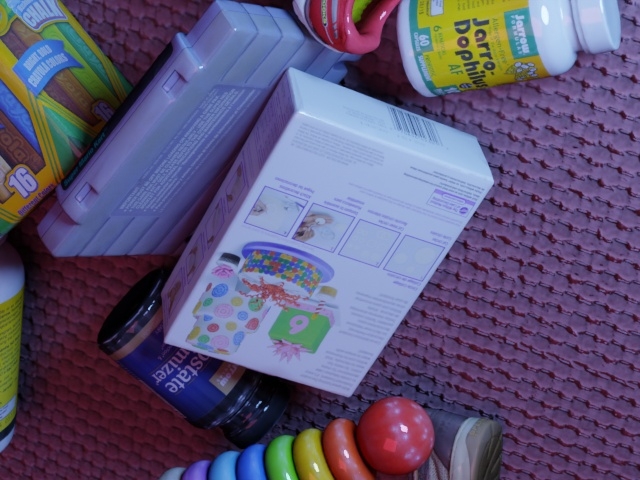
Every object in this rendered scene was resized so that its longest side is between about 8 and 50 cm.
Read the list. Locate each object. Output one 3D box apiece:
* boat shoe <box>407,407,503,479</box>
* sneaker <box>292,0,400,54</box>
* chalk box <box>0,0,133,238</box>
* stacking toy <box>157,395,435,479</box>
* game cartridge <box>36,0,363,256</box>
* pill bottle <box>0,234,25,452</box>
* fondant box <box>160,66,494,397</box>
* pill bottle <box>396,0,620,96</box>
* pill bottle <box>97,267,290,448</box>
[{"bbox_3d":[0.131,0.358,1.862,0.123,0.123,0.342,14,112,23],"label":"boat shoe"},{"bbox_3d":[0.087,-0.306,1.558,0.118,0.107,0.279,43,109,38],"label":"sneaker"},{"bbox_3d":[-0.369,-0.183,1.769,0.179,0.180,0.289,-36,98,28],"label":"chalk box"},{"bbox_3d":[-0.020,0.275,1.799,0.330,0.141,0.141,-24,103,14],"label":"stacking toy"},{"bbox_3d":[-0.133,-0.113,1.690,0.355,0.230,0.068,-47,59,29],"label":"game cartridge"},{"bbox_3d":[-0.459,0.099,1.916,0.188,0.188,0.333,16,116,13],"label":"pill bottle"},{"bbox_3d":[0.000,0.000,1.706,0.238,0.096,0.330,19,120,-23],"label":"fondant box"},{"bbox_3d":[0.192,-0.217,1.588,0.208,0.117,0.117,-8,109,22],"label":"pill bottle"},{"bbox_3d":[-0.146,0.144,1.851,0.219,0.123,0.123,41,120,-16],"label":"pill bottle"}]
